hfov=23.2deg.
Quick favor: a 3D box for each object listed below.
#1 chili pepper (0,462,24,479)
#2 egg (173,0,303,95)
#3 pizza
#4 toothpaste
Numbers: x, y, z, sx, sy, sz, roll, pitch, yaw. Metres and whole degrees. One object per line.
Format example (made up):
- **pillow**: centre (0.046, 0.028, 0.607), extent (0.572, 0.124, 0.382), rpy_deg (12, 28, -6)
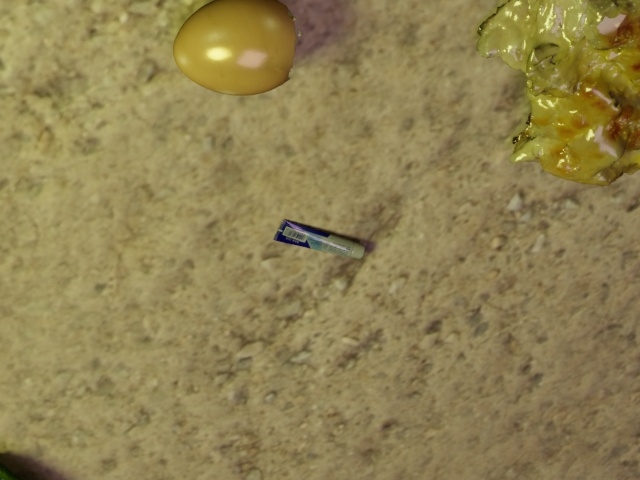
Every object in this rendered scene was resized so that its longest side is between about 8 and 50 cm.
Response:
- **chili pepper**: centre (-0.270, 0.300, 1.514), extent (0.099, 0.083, 0.253), rpy_deg (-19, 129, 11)
- **egg**: centre (-0.065, -0.151, 1.203), extent (0.096, 0.080, 0.080), rpy_deg (0, 129, -11)
- **pizza**: centre (0.255, -0.145, 1.312), extent (0.223, 0.089, 0.323), rpy_deg (-25, 131, -1)
- **toothpaste**: centre (0.000, 0.000, 1.395), extent (0.083, 0.015, 0.024), rpy_deg (14, 124, -21)
